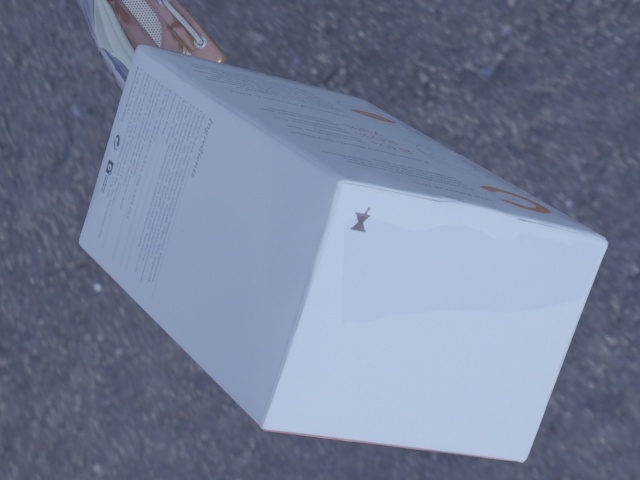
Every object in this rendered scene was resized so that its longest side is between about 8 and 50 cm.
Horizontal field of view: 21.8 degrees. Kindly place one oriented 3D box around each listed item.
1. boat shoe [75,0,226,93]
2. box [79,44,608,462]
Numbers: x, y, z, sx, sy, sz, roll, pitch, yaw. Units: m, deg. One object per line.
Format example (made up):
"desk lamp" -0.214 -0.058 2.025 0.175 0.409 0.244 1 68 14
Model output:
"boat shoe" -0.198 -0.279 1.593 0.116 0.123 0.324 -29 97 3
"box" 0.000 0.000 1.185 0.215 0.345 0.168 11 104 -31
